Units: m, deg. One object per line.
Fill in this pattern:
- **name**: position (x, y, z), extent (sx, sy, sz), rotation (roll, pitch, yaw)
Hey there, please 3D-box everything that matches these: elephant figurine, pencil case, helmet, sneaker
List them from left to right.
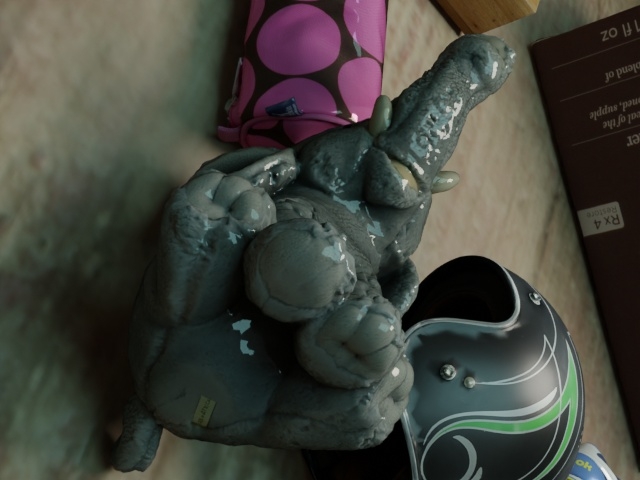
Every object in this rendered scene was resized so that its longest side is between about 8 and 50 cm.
- **pencil case**: position (-0.005, -0.148, 0.840), extent (0.095, 0.098, 0.209), rotation (82, 13, -65)
- **elephant figurine**: position (0.000, 0.000, 0.724), extent (0.239, 0.186, 0.169), rotation (-64, 155, -54)
- **helmet**: position (0.082, 0.099, 0.801), extent (0.162, 0.169, 0.169), rotation (-14, 89, -33)
- **sneaker**: position (0.224, 0.216, 1.002), extent (0.144, 0.053, 0.059), rotation (57, 42, -20)

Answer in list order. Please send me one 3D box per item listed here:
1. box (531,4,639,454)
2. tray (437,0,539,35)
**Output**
- **box**: position (0.327, -0.014, 1.084), extent (0.143, 0.191, 0.381), rotation (-15, 89, -48)
- **tray**: position (0.040, -0.365, 0.963), extent (0.411, 0.076, 0.202), rotation (44, 50, -29)
